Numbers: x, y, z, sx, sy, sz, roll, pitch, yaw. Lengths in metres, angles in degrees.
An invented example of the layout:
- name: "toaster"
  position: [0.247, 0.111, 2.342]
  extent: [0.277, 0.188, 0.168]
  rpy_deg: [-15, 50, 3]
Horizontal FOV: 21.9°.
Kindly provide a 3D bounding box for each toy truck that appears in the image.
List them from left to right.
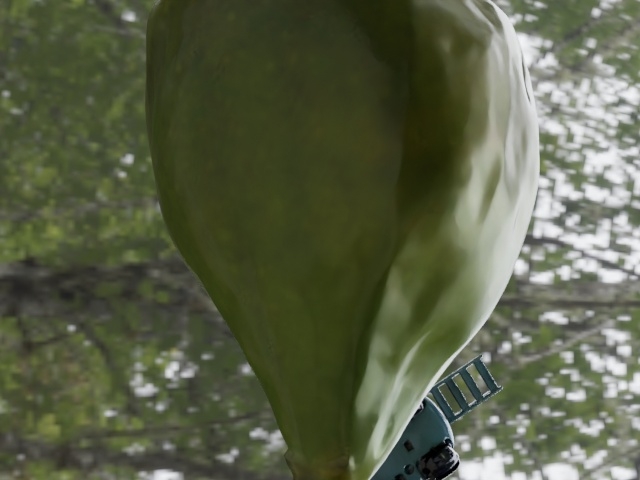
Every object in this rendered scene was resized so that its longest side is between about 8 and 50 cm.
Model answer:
- name: "toy truck"
  position: [0.063, 0.119, 1.047]
  extent: [0.063, 0.136, 0.074]
  rpy_deg: [59, -14, -1]

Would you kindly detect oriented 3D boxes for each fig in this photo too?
- name: "fig"
  position: [0.014, -0.015, 0.920]
  extent: [0.233, 0.233, 0.314]
  rpy_deg: [-6, -87, 38]
